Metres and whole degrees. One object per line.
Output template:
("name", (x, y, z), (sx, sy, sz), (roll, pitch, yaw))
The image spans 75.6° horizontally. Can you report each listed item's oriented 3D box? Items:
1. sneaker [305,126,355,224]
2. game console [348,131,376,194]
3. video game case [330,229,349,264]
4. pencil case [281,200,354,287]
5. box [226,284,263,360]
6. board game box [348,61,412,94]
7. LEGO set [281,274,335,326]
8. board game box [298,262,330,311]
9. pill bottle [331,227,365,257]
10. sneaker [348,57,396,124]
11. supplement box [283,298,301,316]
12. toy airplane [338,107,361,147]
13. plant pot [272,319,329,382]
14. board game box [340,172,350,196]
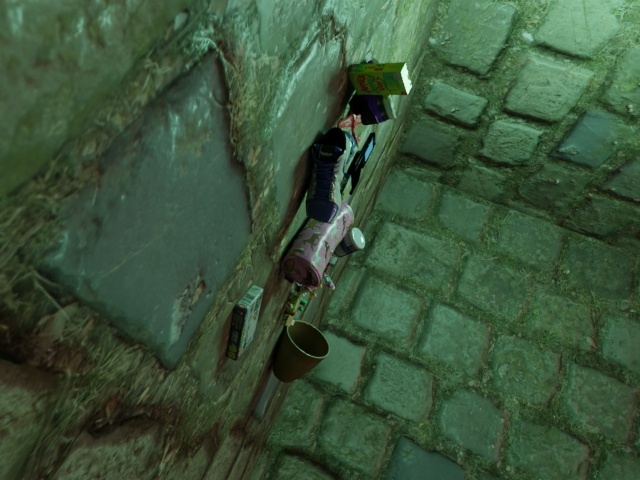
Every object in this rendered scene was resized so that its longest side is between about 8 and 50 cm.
("sneaker", (0.014, -0.219, 1.294), (0.182, 0.127, 0.315), (17, 88, -76))
("game console", (0.214, -0.416, 2.103), (0.213, 0.044, 0.361), (94, 20, -61))
("video game case", (0.103, 0.046, 2.156), (0.193, 0.023, 0.212), (-63, 176, -6))
("pencil case", (0.000, 0.000, 1.538), (0.386, 0.160, 0.167), (-60, 178, -41))
("box", (-0.224, 0.245, 1.223), (0.114, 0.036, 0.207), (-52, 162, -57))
("board game box", (0.188, -0.509, 1.303), (0.043, 0.181, 0.092), (-65, 146, -18))
("LEGO set", (-0.086, 0.230, 1.759), (0.287, 0.132, 0.107), (-40, 144, -4))
("board game box", (0.012, 0.108, 2.009), (0.390, 0.050, 0.390), (-55, 171, -54))
("pill bottle", (0.092, 0.017, 1.711), (0.169, 0.094, 0.094), (-23, -161, 34))
("sneaker", (0.162, -0.513, 1.434), (0.102, 0.146, 0.293), (47, 29, -50))
("supplement box", (-0.126, 0.305, 1.851), (0.055, 0.043, 0.083), (7, 106, -79))
("toy airplane", (0.120, -0.410, 1.493), (0.151, 0.028, 0.151), (-11, 108, -36))
("plant pot", (-0.120, 0.563, 2.005), (0.254, 0.237, 0.237), (-57, 174, 21))
("board game box", (0.077, -0.173, 1.900), (0.165, 0.042, 0.243), (69, 44, -75))
